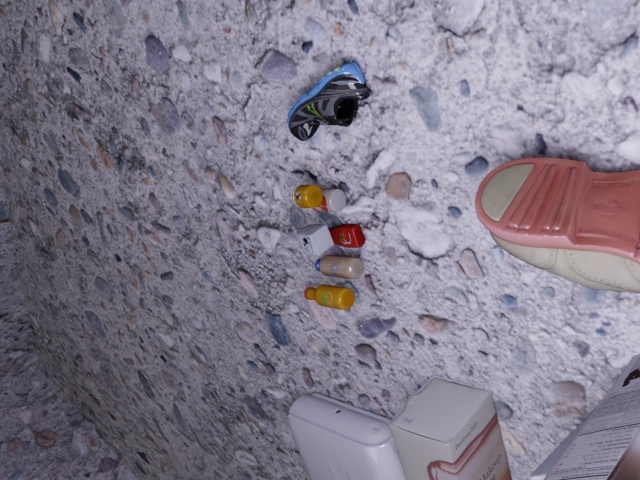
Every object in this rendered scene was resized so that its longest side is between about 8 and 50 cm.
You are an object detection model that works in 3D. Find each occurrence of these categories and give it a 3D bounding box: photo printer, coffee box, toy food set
[{"bbox_3d":[0.086,0.481,1.501,0.308,0.107,0.256,8,123,46],"label":"photo printer"},{"bbox_3d":[0.400,0.272,0.811,0.168,0.297,0.119,53,145,2],"label":"coffee box"},{"bbox_3d":[0.000,0.000,1.210,0.105,0.111,0.232,3,123,47],"label":"toy food set"}]

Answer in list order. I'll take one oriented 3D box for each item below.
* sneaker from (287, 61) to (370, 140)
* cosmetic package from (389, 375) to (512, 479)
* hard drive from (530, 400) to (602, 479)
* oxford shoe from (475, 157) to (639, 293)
[{"bbox_3d":[0.010,-0.201,1.076,0.188,0.067,0.078,-34,85,51],"label":"sneaker"},{"bbox_3d":[0.245,0.412,1.229,0.129,0.153,0.296,6,123,45],"label":"cosmetic package"},{"bbox_3d":[0.439,0.392,0.885,0.353,0.233,0.047,59,144,6],"label":"hard drive"},{"bbox_3d":[0.384,0.000,0.793,0.397,0.140,0.146,18,162,34],"label":"oxford shoe"}]
